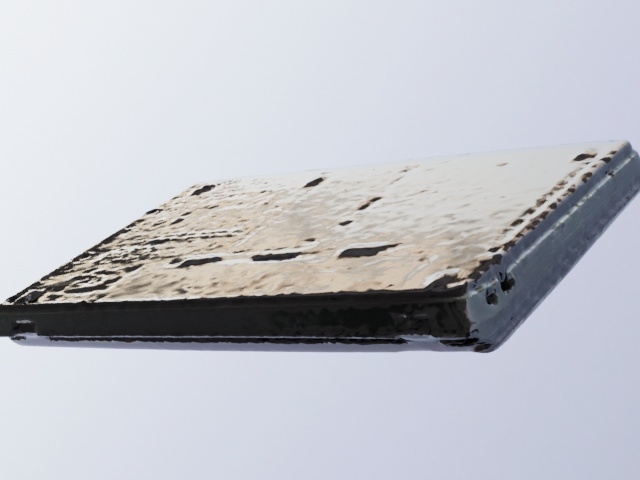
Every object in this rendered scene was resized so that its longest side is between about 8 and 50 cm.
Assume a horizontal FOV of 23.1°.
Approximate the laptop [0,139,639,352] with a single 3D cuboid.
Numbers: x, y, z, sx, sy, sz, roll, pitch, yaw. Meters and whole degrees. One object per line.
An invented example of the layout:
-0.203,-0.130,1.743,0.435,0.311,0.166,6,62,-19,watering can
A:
0.000,0.000,0.576,0.207,0.026,0.154,-2,-157,36,laptop
